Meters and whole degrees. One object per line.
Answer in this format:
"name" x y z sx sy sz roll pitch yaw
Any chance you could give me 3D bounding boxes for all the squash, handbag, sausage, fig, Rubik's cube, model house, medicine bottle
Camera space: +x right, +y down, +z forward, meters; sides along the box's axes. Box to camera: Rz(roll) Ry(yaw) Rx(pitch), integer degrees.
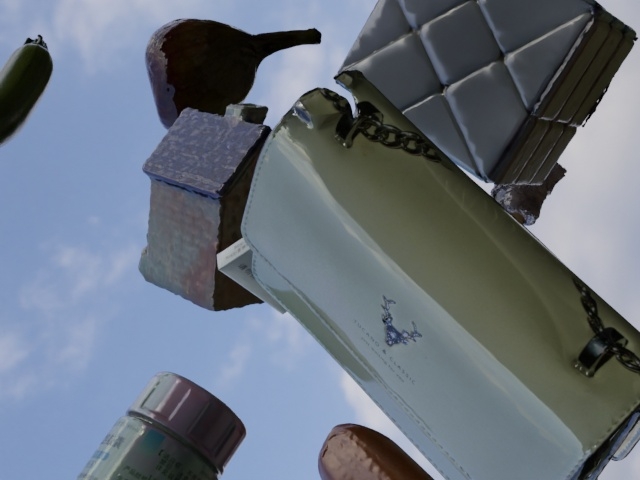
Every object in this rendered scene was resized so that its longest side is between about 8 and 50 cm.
"squash" -0.395 -0.181 1.567 0.258 0.069 0.069 -72 -34 -52
"handbag" 0.102 0.057 1.003 0.160 0.358 0.236 -34 -23 -25
"sausage" 0.046 0.133 0.569 0.041 0.131 0.039 -52 -35 7
"fig" -0.155 -0.279 2.018 0.290 0.191 0.190 -16 -75 -31
"Rubik's cube" 0.194 -0.210 1.402 0.221 0.231 0.225 -59 -19 15
"model house" -0.088 -0.070 1.828 0.312 0.245 0.280 -8 -72 -38
"medicine bottle" -0.171 0.241 1.315 0.168 0.135 0.135 -54 -45 -22

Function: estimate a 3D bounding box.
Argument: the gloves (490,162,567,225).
"gloves" 0.271 -0.091 1.686 0.094 0.110 0.144 24 -127 -36

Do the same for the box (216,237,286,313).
"box" 0.000 0.000 1.593 0.139 0.245 0.035 40 -151 -39
